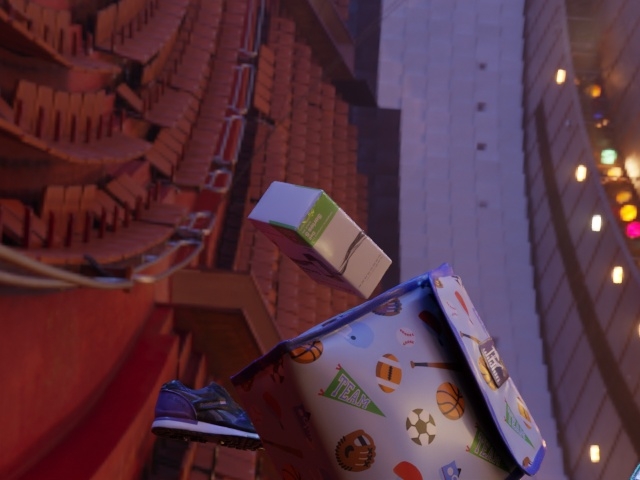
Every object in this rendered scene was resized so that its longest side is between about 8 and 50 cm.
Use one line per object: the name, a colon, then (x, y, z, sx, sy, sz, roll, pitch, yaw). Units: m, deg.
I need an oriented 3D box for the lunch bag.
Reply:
lunch bag: (0.129, 0.234, 1.102, 0.239, 0.385, 0.328, -38, -104, 53)

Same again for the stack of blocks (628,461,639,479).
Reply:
stack of blocks: (0.534, 0.364, 0.968, 0.297, 0.171, 0.087, -4, -61, 52)

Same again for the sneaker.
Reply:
sneaker: (-0.197, 0.354, 1.593, 0.107, 0.283, 0.124, 133, -33, -57)

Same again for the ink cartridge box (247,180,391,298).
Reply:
ink cartridge box: (0.000, 0.000, 1.747, 0.198, 0.273, 0.115, 14, -114, 52)
